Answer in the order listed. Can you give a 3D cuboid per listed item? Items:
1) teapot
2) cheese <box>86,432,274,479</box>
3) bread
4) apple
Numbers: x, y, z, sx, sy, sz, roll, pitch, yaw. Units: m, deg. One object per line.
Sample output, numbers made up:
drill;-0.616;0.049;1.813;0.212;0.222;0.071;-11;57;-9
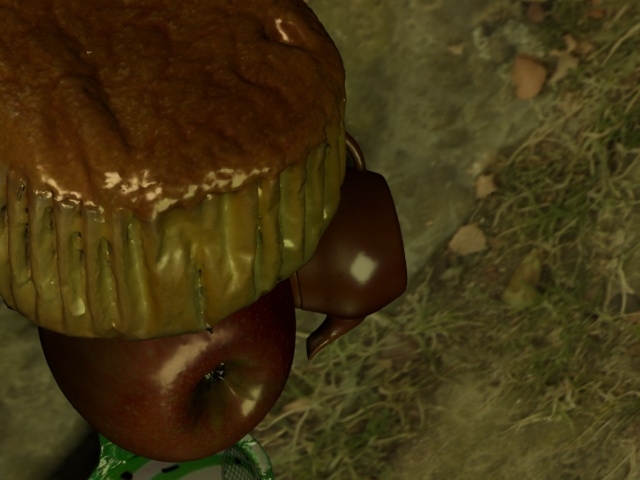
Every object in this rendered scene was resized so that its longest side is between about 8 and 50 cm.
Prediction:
teapot;0.000;0.000;1.327;0.116;0.116;0.173;-16;106;-25
cheese;-0.122;0.190;1.421;0.204;0.083;0.320;-18;126;-28
bread;-0.107;-0.070;1.060;0.227;0.253;0.142;-15;134;-14
apple;-0.099;0.048;1.243;0.181;0.168;0.181;-20;131;-24
